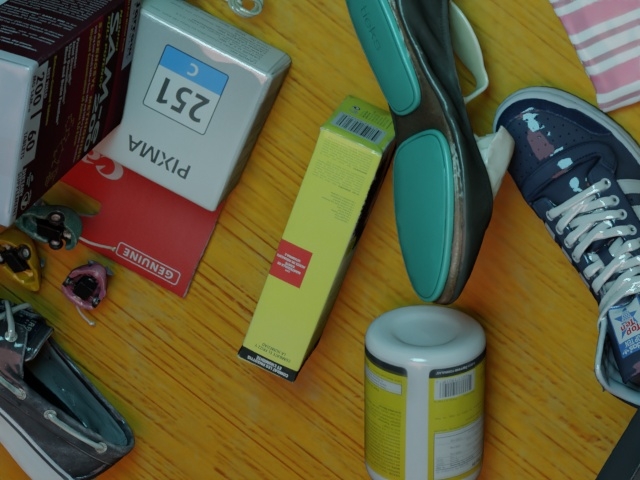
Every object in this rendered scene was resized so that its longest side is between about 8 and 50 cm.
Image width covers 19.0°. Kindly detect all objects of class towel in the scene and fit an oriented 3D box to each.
[{"bbox_3d":[0.240,-0.203,1.457,0.144,0.029,0.197,-21,106,26],"label":"towel"}]

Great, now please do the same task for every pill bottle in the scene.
[{"bbox_3d":[0.088,0.156,1.629,0.103,0.103,0.184,7,116,15],"label":"pill bottle"}]

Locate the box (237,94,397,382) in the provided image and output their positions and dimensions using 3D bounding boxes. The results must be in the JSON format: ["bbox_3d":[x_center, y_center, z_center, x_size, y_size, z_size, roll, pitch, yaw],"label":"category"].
[{"bbox_3d":[0.000,0.000,1.596,0.058,0.087,0.232,25,120,6],"label":"box"}]

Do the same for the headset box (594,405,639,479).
[{"bbox_3d":[0.355,0.176,1.444,0.131,0.283,0.246,55,131,42],"label":"headset box"}]

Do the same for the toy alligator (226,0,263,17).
[{"bbox_3d":[-0.133,-0.224,1.559,0.189,0.056,0.051,30,161,1],"label":"toy alligator"}]

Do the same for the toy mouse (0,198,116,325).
[{"bbox_3d":[-0.224,0.010,1.690,0.143,0.031,0.161,-16,123,40],"label":"toy mouse"}]

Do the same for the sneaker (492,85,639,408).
[{"bbox_3d":[0.226,0.013,1.489,0.099,0.153,0.282,-34,100,27],"label":"sneaker"}]

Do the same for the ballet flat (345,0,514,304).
[{"bbox_3d":[0.098,-0.093,1.483,0.095,0.096,0.280,-12,89,63],"label":"ballet flat"}]

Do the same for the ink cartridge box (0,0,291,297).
[{"bbox_3d":[-0.207,-0.107,1.626,0.296,0.066,0.261,27,118,5],"label":"ink cartridge box"}]

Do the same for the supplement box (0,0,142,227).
[{"bbox_3d":[-0.213,-0.116,1.450,0.073,0.239,0.130,17,116,8],"label":"supplement box"}]

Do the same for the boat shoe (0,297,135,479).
[{"bbox_3d":[-0.287,0.098,1.723,0.102,0.108,0.301,-33,103,28],"label":"boat shoe"}]
